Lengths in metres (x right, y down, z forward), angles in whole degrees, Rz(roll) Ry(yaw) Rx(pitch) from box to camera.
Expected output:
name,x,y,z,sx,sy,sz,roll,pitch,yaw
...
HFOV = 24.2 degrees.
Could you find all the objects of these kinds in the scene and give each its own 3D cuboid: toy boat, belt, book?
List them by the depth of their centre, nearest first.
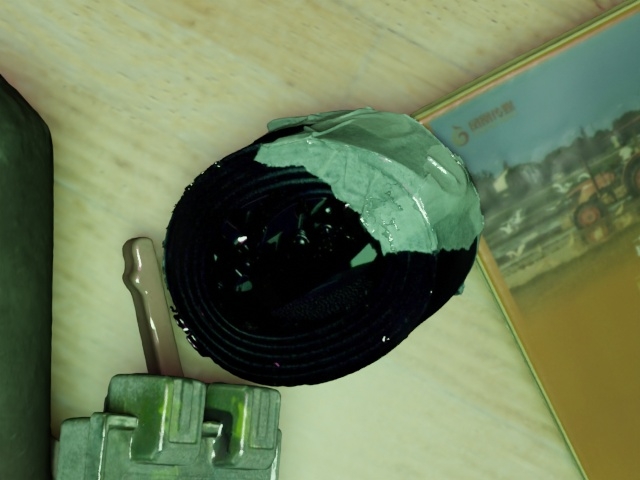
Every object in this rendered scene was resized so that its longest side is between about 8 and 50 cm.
name,x,y,z,sx,sy,sz,roll,pitch,yaw
toy boat,-0.080,0.232,0.786,0.092,0.141,0.319,-3,80,38
belt,0.000,0.000,0.876,0.198,0.078,0.151,-22,97,34
book,0.248,0.030,0.914,0.263,0.028,0.374,-27,102,-1

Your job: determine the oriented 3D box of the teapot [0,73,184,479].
name,x,y,z,sx,sy,sz,roll,pitch,yaw
teapot,-0.226,0.084,0.848,0.300,0.253,0.344,-15,97,-23
